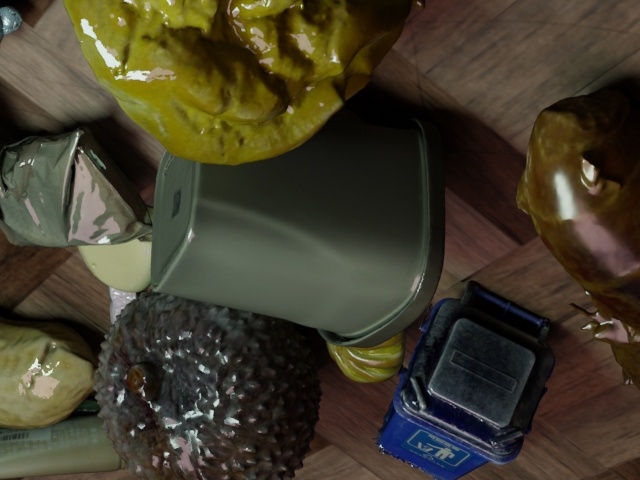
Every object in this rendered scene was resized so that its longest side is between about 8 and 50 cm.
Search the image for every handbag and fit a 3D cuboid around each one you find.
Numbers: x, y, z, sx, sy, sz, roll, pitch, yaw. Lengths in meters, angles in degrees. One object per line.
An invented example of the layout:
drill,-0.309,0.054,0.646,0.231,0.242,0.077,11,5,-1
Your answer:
handbag,-0.325,-0.066,1.890,0.270,0.117,0.182,-2,132,44

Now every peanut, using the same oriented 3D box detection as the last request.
peanut,-0.454,0.180,2.240,0.340,0.158,0.174,9,110,16

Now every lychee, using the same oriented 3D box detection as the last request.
lychee,-0.130,0.180,1.952,0.300,0.300,0.300,17,142,14

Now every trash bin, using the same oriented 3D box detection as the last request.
trash bin,-0.031,-0.023,1.614,0.250,0.220,0.219,10,151,-19
trash bin,0.163,0.179,1.865,0.162,0.184,0.234,27,154,1

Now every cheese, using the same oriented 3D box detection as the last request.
cheese,-0.256,0.039,2.031,0.127,0.050,0.255,20,143,9

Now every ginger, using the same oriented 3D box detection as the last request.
ginger,0.324,0.028,1.566,0.418,0.176,0.254,39,136,-24

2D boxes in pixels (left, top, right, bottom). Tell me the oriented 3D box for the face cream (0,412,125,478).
face cream,-0.404,0.295,2.261,0.341,0.137,0.084,-3,116,-15

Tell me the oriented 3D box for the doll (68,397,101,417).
doll,-0.368,0.252,2.340,0.150,0.077,0.115,19,138,-3

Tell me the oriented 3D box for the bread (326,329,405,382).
bread,0.060,0.124,1.893,0.094,0.083,0.157,64,158,8

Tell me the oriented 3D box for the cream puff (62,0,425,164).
cream puff,-0.064,-0.241,1.414,0.257,0.291,0.324,-19,106,17

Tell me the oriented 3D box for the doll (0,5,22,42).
doll,-0.416,-0.272,1.750,0.120,0.075,0.180,-35,93,18
